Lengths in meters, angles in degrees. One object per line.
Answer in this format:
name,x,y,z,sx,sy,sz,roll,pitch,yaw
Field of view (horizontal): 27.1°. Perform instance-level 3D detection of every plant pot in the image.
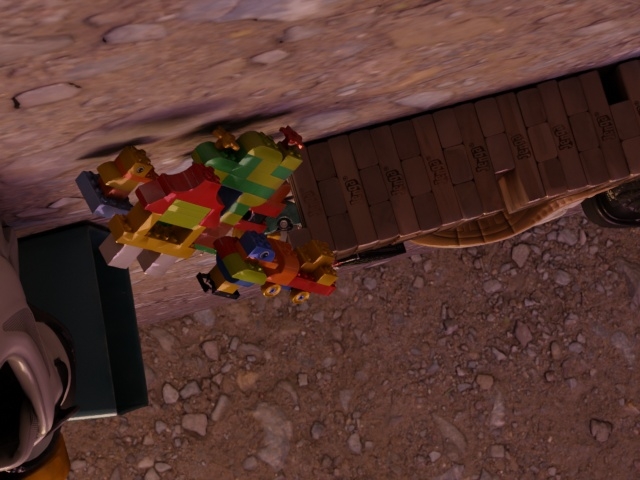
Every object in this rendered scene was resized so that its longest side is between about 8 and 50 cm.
plant pot,-0.295,0.091,1.210,0.234,0.166,0.166,-9,176,2

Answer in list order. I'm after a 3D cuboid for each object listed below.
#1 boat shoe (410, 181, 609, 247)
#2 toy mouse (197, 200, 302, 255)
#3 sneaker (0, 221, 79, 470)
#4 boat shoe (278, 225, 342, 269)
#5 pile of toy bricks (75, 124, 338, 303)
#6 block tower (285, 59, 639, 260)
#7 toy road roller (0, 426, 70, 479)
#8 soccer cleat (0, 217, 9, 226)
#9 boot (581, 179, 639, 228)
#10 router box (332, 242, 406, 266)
boat shoe,0.215,-0.057,1.382,0.277,0.098,0.096,-17,175,11
toy mouse,-0.030,-0.025,1.403,0.161,0.031,0.143,-11,175,-42
sneaker,-0.241,0.109,0.955,0.122,0.146,0.330,-15,156,-4
boat shoe,0.000,0.000,1.637,0.075,0.083,0.226,-28,-175,12
pile of toy bricks,-0.055,-0.035,0.880,0.105,0.118,0.212,-46,145,21
block tower,0.129,-0.063,1.064,0.335,0.097,0.091,-16,176,-3
toy road roller,-0.414,0.280,1.387,0.202,0.241,0.329,13,-147,44
soccer cleat,-0.252,-0.006,0.930,0.035,0.029,0.083,-40,160,16
boot,0.584,-0.094,1.948,0.348,0.131,0.260,-12,175,-27
router box,0.029,-0.025,1.190,0.038,0.092,0.122,-16,175,24
